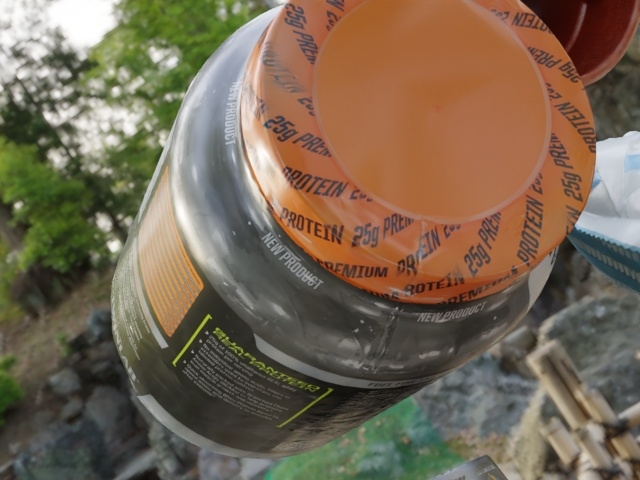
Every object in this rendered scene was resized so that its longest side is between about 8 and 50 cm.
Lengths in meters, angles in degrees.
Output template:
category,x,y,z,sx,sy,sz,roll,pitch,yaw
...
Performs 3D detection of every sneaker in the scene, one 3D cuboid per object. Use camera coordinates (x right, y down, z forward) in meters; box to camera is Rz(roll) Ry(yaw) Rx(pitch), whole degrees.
category,x,y,z,sx,sy,sz,roll,pitch,yaw
sneaker,0.193,-0.026,0.645,0.092,0.087,0.229,-47,21,1

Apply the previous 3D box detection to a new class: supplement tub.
category,x,y,z,sx,sy,sz,roll,pitch,yaw
supplement tub,0.000,0.000,0.615,0.207,0.207,0.338,-36,-5,-27

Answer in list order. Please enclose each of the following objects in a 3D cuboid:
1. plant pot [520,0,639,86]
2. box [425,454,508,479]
category,x,y,z,sx,sy,sz,roll,pitch,yaw
plant pot,0.151,-0.276,1.132,0.272,0.272,0.265,-36,17,-28
box,0.047,0.249,0.809,0.183,0.056,0.231,-43,-20,14
